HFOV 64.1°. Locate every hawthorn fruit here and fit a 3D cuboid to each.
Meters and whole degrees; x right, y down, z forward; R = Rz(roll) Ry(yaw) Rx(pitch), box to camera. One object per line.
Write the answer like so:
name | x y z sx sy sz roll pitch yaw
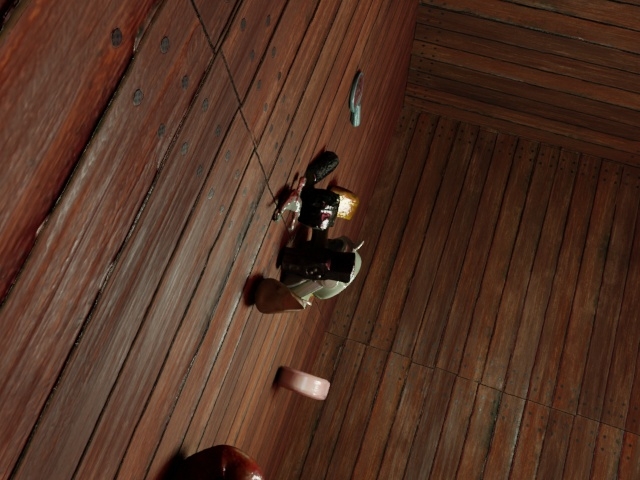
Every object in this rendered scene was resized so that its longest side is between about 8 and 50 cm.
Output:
hawthorn fruit | -0.249 0.630 1.250 0.300 0.254 0.254 114 0 -52

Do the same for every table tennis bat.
table tennis bat | 0.145 -0.565 2.069 0.244 0.040 0.153 88 20 -52

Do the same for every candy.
candy | -0.074 0.659 2.357 0.255 0.255 0.094 74 34 -74

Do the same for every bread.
bread | 0.098 -0.162 2.221 0.260 0.134 0.129 -25 133 -77

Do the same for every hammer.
hammer | 0.000 0.000 1.813 0.409 0.242 0.095 -85 179 -59

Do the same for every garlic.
garlic | -0.116 0.173 1.536 0.128 0.148 0.266 -43 174 8

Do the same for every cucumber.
cucumber | 0.009 -0.242 1.760 0.211 0.062 0.078 -58 163 -58

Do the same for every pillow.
pillow | -0.049 0.072 1.844 0.059 0.169 0.255 58 35 -25

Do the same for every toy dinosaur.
toy dinosaur | -0.086 -0.114 1.475 0.242 0.053 0.167 0 106 -80

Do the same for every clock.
clock | 0.033 0.108 1.906 0.324 0.108 0.265 -26 -157 39

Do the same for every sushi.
sushi | 0.001 -0.115 1.757 0.225 0.124 0.127 -34 142 -74
